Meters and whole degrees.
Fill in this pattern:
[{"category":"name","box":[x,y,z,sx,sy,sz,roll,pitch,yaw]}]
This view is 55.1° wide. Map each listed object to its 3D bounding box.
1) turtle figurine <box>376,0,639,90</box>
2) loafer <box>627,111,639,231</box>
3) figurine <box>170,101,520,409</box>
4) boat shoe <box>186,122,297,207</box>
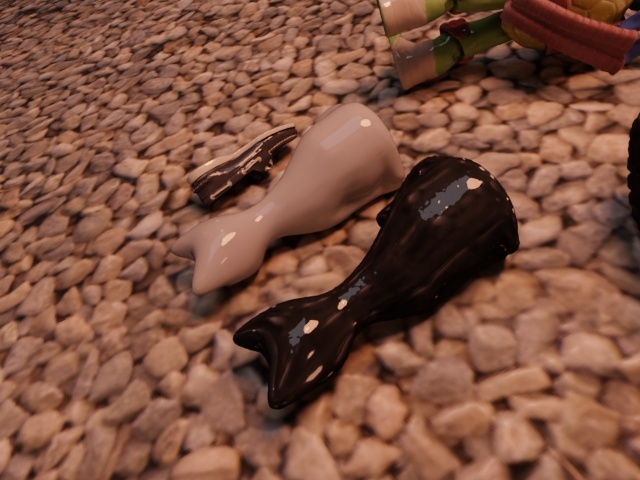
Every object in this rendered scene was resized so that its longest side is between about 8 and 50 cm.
[{"category":"turtle figurine","box":[0.186,-0.278,0.613,0.266,0.274,0.198,-15,8,12]},{"category":"loafer","box":[0.278,0.028,0.295,0.130,0.134,0.366,-12,43,9]},{"category":"figurine","box":[0.000,0.000,0.476,0.209,0.092,0.215,-37,43,-12]},{"category":"boat shoe","box":[-0.071,-0.077,0.614,0.125,0.038,0.046,-32,1,-21]}]
